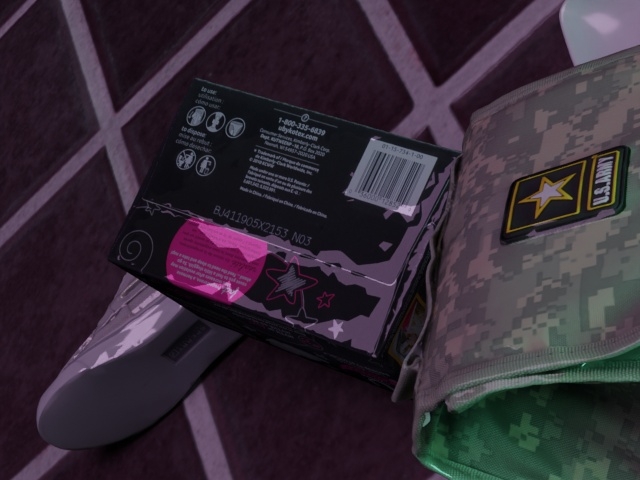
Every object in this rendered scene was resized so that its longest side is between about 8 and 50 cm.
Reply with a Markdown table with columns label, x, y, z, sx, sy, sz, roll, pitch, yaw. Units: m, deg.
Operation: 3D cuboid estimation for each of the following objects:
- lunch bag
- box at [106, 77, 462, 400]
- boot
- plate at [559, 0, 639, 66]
| label | x | y | z | sx | sy | sz | roll | pitch | yaw |
| --- | --- | --- | --- | --- | --- | --- | --- | --- | --- |
| lunch bag | 0.190 | 0.028 | 0.804 | 0.287 | 0.169 | 0.235 | 10 | 42 | 4 |
| box | 0.000 | 0.000 | 1.206 | 0.247 | 0.142 | 0.163 | 18 | 78 | 31 |
| boot | -0.145 | 0.066 | 1.406 | 0.258 | 0.095 | 0.123 | -37 | 37 | 11 |
| plate | 0.295 | -0.122 | 1.053 | 0.277 | 0.045 | 0.278 | -40 | 50 | 38 |
